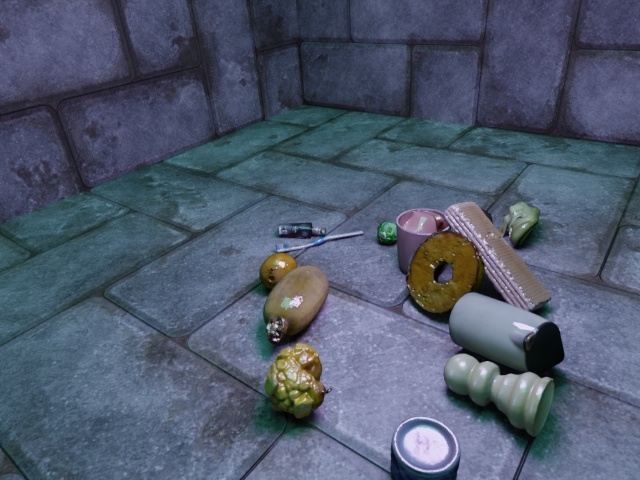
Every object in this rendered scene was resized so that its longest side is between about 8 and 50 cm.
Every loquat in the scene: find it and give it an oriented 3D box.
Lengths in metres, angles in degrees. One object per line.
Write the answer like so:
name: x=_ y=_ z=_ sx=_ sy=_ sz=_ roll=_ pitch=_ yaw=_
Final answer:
loquat: x=-0.149 y=0.112 z=1.645 sx=0.141 sy=0.141 sz=0.141 roll=-4 pitch=31 yaw=2

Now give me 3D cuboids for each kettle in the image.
kettle: x=0.519 y=0.259 z=1.255 sx=0.240 sy=0.165 sz=0.255 roll=26 pitch=-7 yaw=-34

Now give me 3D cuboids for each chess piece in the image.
chess piece: x=0.433 y=0.367 z=1.154 sx=0.251 sy=0.145 sz=0.144 roll=15 pitch=35 yaw=41

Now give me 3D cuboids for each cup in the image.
cup: x=0.371 y=-0.002 z=1.700 sx=0.191 sy=0.201 sz=0.253 roll=-5 pitch=31 yaw=0

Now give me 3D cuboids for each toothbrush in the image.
toothbrush: x=0.001 y=0.005 z=1.915 sx=0.386 sy=0.040 sz=0.040 roll=-9 pitch=31 yaw=-15

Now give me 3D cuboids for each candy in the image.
candy: x=0.353 y=-0.065 z=1.949 sx=0.097 sy=0.097 sz=0.323 roll=21 pitch=32 yaw=37

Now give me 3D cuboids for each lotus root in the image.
lotus root: x=-0.087 y=0.199 z=1.473 sx=0.169 sy=0.152 sz=0.343 roll=9 pitch=30 yaw=22

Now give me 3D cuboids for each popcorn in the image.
popcorn: x=-0.070 y=0.372 z=1.206 sx=0.163 sy=0.140 sz=0.194 roll=-4 pitch=40 yaw=-14

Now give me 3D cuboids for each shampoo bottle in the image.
shampoo bottle: x=-0.079 y=-0.042 z=1.973 sx=0.207 sy=0.057 sz=0.063 roll=0 pitch=31 yaw=10

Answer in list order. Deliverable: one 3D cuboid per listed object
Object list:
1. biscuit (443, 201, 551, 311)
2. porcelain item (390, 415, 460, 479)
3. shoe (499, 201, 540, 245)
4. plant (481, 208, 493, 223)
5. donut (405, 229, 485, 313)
biscuit: x=0.577 y=0.046 z=1.516 sx=0.144 sy=0.078 sz=0.426 roll=-11 pitch=60 yaw=-38
porcelain item: x=0.226 y=0.476 z=0.999 sx=0.147 sy=0.114 sz=0.147 roll=-2 pitch=31 yaw=1
shoe: x=0.792 y=-0.066 z=1.828 sx=0.128 sy=0.140 sz=0.262 roll=25 pitch=35 yaw=25
plant: x=0.612 y=-0.039 z=1.797 sx=0.142 sy=0.131 sz=0.203 roll=13 pitch=26 yaw=26
donut: x=0.411 y=0.109 z=1.490 sx=0.107 sy=0.272 sz=0.272 roll=20 pitch=9 yaw=-44
